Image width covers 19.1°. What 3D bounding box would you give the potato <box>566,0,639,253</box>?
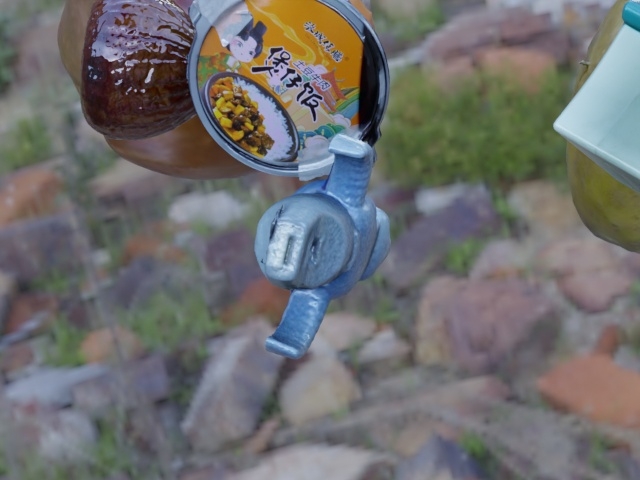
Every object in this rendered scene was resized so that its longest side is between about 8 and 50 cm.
[{"bbox_3d":[0.296,-0.113,1.513,0.266,0.229,0.229,-49,27,8],"label":"potato"}]

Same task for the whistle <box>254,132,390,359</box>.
[{"bbox_3d":[0.000,0.000,1.522,0.093,0.180,0.269,19,8,7],"label":"whistle"}]

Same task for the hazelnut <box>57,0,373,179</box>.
[{"bbox_3d":[-0.125,-0.245,2.177,0.372,0.372,0.315,-10,8,6],"label":"hazelnut"}]

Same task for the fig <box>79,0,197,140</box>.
[{"bbox_3d":[-0.132,-0.160,1.835,0.201,0.146,0.134,8,31,-10],"label":"fig"}]

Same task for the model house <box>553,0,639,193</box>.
[{"bbox_3d":[0.242,-0.094,1.210,0.100,0.127,0.149,32,93,33],"label":"model house"}]

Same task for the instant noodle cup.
[{"bbox_3d":[-0.018,-0.162,1.692,0.177,0.208,0.125,-20,20,19],"label":"instant noodle cup"}]
